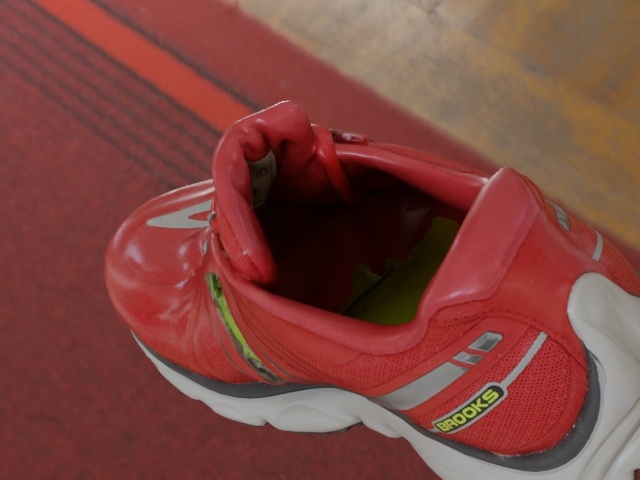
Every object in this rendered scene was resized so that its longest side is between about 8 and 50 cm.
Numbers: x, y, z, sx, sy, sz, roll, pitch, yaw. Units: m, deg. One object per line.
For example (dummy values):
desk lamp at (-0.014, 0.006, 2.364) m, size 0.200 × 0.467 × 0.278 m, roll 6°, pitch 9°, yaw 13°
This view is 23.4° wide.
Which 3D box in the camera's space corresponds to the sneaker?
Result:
sneaker at (0.000, 0.000, 0.515) m, size 0.279 × 0.118 × 0.107 m, roll 8°, pitch 59°, yaw 53°
